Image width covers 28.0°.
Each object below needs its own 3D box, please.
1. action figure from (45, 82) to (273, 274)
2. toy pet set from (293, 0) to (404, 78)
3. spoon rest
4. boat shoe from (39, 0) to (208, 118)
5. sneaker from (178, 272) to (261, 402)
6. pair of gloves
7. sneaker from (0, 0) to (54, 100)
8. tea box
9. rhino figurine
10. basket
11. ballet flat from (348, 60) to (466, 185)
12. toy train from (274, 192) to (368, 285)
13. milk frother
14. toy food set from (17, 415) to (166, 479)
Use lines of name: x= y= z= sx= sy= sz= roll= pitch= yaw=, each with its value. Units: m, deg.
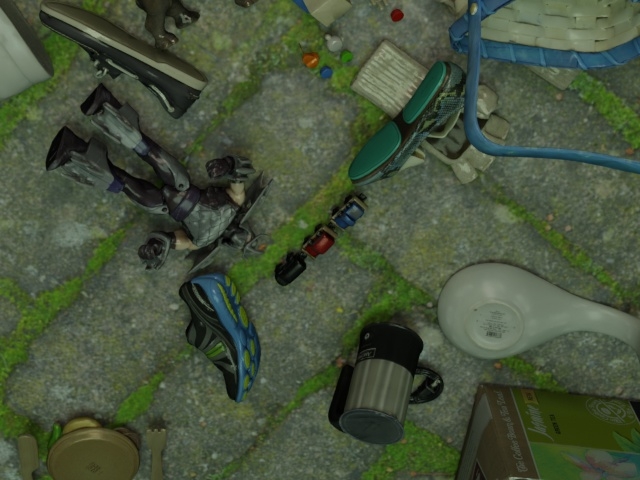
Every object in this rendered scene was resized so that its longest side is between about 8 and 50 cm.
action figure: x=-0.180 y=-0.056 z=1.520 sx=0.285 sy=0.099 sz=0.185 roll=35 pitch=101 yaw=-23
toy pet set: x=0.011 y=-0.262 z=1.459 sx=0.122 sy=0.065 sz=0.114 roll=-36 pitch=148 yaw=17
spoon rest: x=0.287 y=0.105 z=1.646 sx=0.276 sy=0.084 sz=0.137 roll=12 pitch=115 yaw=6
boat shoe: x=-0.231 y=-0.202 z=1.455 sx=0.206 sy=0.075 sz=0.065 roll=26 pitch=110 yaw=-20
sneaker: x=-0.129 y=0.123 z=1.637 sx=0.078 sy=0.067 sz=0.188 roll=-5 pitch=121 yaw=23
pair of gloves: x=0.181 y=-0.202 z=1.495 sx=0.204 sy=0.042 sz=0.240 roll=39 pitch=108 yaw=-20
sneaker: x=-0.441 y=-0.259 z=1.396 sx=0.169 sy=0.108 sz=0.292 roll=-28 pitch=116 yaw=7
tea box: x=0.344 y=0.397 z=1.705 sx=0.324 sy=0.220 sz=0.329 roll=8 pitch=116 yaw=-8
rhino figurine: x=-0.099 y=-0.312 z=1.408 sx=0.243 sy=0.073 sz=0.106 roll=-26 pitch=118 yaw=8
basket: x=0.268 y=-0.216 z=1.346 sx=0.255 sy=0.288 sz=0.201 roll=7 pitch=160 yaw=-22
ballet flat: x=0.110 y=-0.122 z=1.485 sx=0.070 sy=0.070 sz=0.188 roll=33 pitch=119 yaw=-18
toy train: x=0.000 y=0.000 z=1.589 sx=0.027 sy=0.036 sz=0.158 roll=39 pitch=108 yaw=-20
milk frother: x=0.095 y=0.201 z=1.640 sx=0.143 sy=0.134 sz=0.129 roll=25 pitch=144 yaw=-12
toy food set: x=-0.304 y=0.288 z=1.723 sx=0.192 sy=0.038 sz=0.132 roll=-1 pitch=124 yaw=-9
